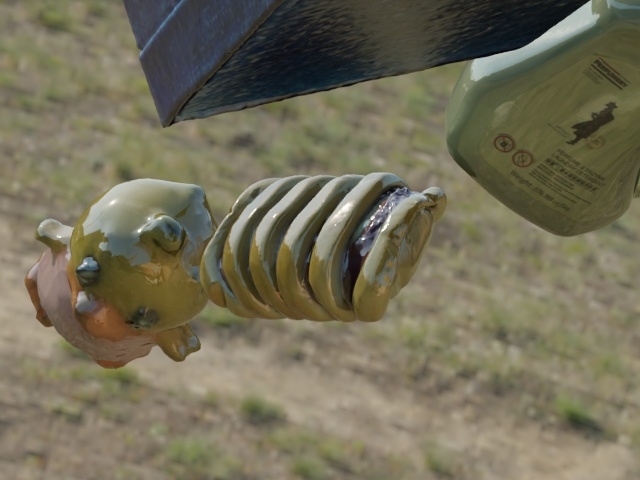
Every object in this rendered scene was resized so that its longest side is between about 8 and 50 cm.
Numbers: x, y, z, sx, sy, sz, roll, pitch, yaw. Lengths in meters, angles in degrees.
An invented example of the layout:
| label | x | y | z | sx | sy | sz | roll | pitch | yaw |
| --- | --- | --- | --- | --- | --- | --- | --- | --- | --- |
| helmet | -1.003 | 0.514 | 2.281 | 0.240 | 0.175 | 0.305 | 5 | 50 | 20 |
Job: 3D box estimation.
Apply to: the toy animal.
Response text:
| label | x | y | z | sx | sy | sz | roll | pitch | yaw |
| --- | --- | --- | --- | --- | --- | --- | --- | --- | --- |
| toy animal | -0.173 | 0.029 | 1.749 | 0.195 | 0.169 | 0.281 | 39 | -15 | -6 |

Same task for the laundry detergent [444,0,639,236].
| label | x | y | z | sx | sy | sz | roll | pitch | yaw |
| --- | --- | --- | --- | --- | --- | --- | --- | --- | --- |
| laundry detergent | 0.222 | -0.114 | 1.341 | 0.181 | 0.253 | 0.091 | 38 | 37 | -21 |

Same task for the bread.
| label | x | y | z | sx | sy | sz | roll | pitch | yaw |
| --- | --- | --- | --- | --- | --- | --- | --- | --- | --- |
| bread | 0.000 | 0.000 | 1.457 | 0.225 | 0.134 | 0.081 | -3 | -47 | 51 |

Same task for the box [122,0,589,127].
| label | x | y | z | sx | sy | sz | roll | pitch | yaw |
| --- | --- | --- | --- | --- | --- | --- | --- | --- | --- |
| box | 0.052 | -0.176 | 1.050 | 0.261 | 0.116 | 0.279 | -15 | -9 | -24 |
